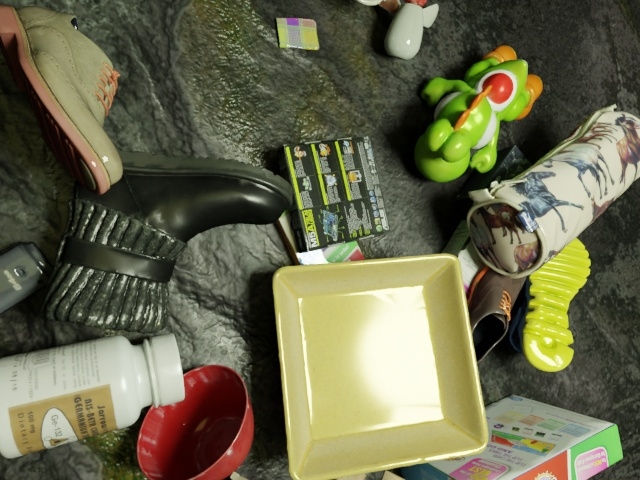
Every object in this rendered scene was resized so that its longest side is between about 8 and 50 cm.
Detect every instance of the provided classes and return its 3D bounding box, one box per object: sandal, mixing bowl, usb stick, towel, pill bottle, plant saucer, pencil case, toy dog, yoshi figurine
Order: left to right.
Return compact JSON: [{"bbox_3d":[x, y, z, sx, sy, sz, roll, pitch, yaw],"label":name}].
[{"bbox_3d":[-0.505,0.102,0.635,0.278,0.045,0.077,-37,99,-22],"label":"usb stick"},{"bbox_3d":[-0.317,0.205,0.661,0.229,0.131,0.131,-9,89,-24],"label":"pill bottle"},{"bbox_3d":[-0.170,0.292,0.713,0.181,0.181,0.098,-45,132,-20],"label":"mixing bowl"},{"bbox_3d":[-0.043,-0.395,0.900,0.083,0.009,0.060,-7,89,-23],"label":"towel"},{"bbox_3d":[0.093,0.202,0.800,0.332,0.081,0.333,-4,78,-11],"label":"plant saucer"},{"bbox_3d":[0.180,-0.542,0.959,0.220,0.161,0.334,36,87,-19],"label":"toy dog"},{"bbox_3d":[0.301,-0.244,0.967,0.362,0.203,0.203,-42,130,-34],"label":"yoshi figurine"},{"bbox_3d":[0.482,0.127,1.021,0.126,0.138,0.317,23,73,7],"label":"sandal"},{"bbox_3d":[0.470,-0.108,0.913,0.410,0.160,0.183,-34,113,-22],"label":"pencil case"}]

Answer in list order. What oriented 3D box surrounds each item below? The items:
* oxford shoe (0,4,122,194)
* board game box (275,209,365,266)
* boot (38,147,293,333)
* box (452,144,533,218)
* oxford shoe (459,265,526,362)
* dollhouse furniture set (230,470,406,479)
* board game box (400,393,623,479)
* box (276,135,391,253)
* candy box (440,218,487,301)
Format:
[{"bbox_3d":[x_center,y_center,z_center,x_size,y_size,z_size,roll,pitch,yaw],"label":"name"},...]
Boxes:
[{"bbox_3d":[-0.332,-0.213,0.641,0.130,0.123,0.348,-24,68,-29],"label":"oxford shoe"},{"bbox_3d":[0.000,0.000,0.872,0.124,0.039,0.259,-28,94,-24],"label":"board game box"},{"bbox_3d":[-0.218,0.012,0.718,0.348,0.131,0.260,4,76,-12],"label":"boot"},{"bbox_3d":[0.400,-0.090,1.020,0.158,0.093,0.156,44,70,-13],"label":"box"},{"bbox_3d":[0.332,0.130,0.887,0.097,0.098,0.271,45,72,-14],"label":"oxford shoe"},{"bbox_3d":[-0.068,0.421,0.680,0.355,0.174,0.303,24,59,9],"label":"dollhouse furniture set"},{"bbox_3d":[0.338,0.390,0.869,0.316,0.242,0.064,-12,90,-23],"label":"board game box"},{"bbox_3d":[0.027,-0.086,0.851,0.184,0.045,0.191,-13,90,-26],"label":"box"},{"bbox_3d":[0.312,0.090,0.976,0.159,0.071,0.233,41,72,-15],"label":"candy box"}]
